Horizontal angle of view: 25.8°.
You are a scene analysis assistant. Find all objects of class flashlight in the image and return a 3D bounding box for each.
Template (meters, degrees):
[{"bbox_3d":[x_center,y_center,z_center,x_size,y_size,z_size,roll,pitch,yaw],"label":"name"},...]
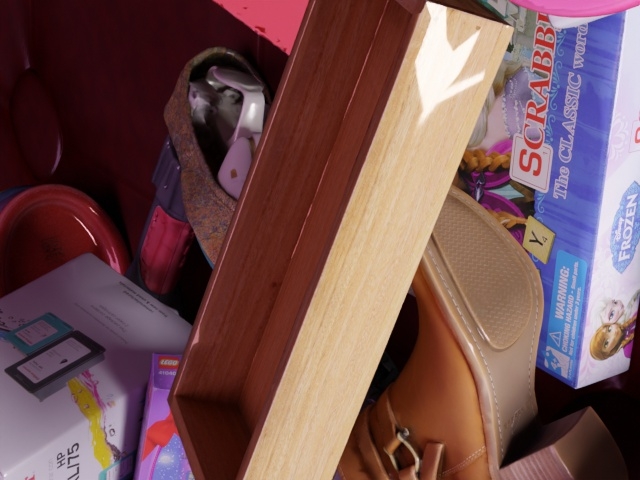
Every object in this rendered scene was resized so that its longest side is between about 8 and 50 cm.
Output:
[{"bbox_3d":[-0.166,0.021,1.507,0.103,0.103,0.304,34,132,10],"label":"flashlight"}]

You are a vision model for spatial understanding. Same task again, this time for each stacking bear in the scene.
[{"bbox_3d":[-0.375,0.015,1.753,0.289,0.175,0.164,-2,101,62],"label":"stacking bear"}]

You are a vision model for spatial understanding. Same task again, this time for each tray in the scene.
[{"bbox_3d":[0.000,0.000,1.022,0.410,0.076,0.203,-68,24,18],"label":"tray"}]

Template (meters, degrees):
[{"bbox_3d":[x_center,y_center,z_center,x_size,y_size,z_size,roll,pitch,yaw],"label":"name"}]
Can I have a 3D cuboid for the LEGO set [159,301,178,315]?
[{"bbox_3d":[-0.101,0.153,1.473,0.244,0.060,0.182,22,128,31],"label":"LEGO set"}]

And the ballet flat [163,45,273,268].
[{"bbox_3d":[-0.068,-0.070,1.272,0.348,0.123,0.123,-115,31,-51],"label":"ballet flat"}]

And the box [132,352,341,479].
[{"bbox_3d":[-0.085,0.248,1.384,0.057,0.201,0.293,-100,19,-55],"label":"box"}]

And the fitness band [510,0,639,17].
[{"bbox_3d":[0.178,-0.266,0.797,0.209,0.054,0.290,40,118,24],"label":"fitness band"}]

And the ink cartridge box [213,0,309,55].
[{"bbox_3d":[-0.057,-0.371,1.040,0.308,0.091,0.385,37,115,10],"label":"ink cartridge box"}]

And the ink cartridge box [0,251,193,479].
[{"bbox_3d":[-0.276,0.184,1.414,0.197,0.270,0.198,33,134,28],"label":"ink cartridge box"}]

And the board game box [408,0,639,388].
[{"bbox_3d":[0.123,-0.093,1.091,0.318,0.066,0.318,29,124,47],"label":"board game box"}]

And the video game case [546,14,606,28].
[{"bbox_3d":[0.241,-0.313,0.798,0.329,0.036,0.300,-15,89,38],"label":"video game case"}]

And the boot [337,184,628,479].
[{"bbox_3d":[0.086,0.112,1.065,0.220,0.109,0.283,-34,88,46],"label":"boot"}]

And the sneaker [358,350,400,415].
[{"bbox_3d":[0.074,0.148,1.214,0.147,0.105,0.295,-29,85,53],"label":"sneaker"}]
